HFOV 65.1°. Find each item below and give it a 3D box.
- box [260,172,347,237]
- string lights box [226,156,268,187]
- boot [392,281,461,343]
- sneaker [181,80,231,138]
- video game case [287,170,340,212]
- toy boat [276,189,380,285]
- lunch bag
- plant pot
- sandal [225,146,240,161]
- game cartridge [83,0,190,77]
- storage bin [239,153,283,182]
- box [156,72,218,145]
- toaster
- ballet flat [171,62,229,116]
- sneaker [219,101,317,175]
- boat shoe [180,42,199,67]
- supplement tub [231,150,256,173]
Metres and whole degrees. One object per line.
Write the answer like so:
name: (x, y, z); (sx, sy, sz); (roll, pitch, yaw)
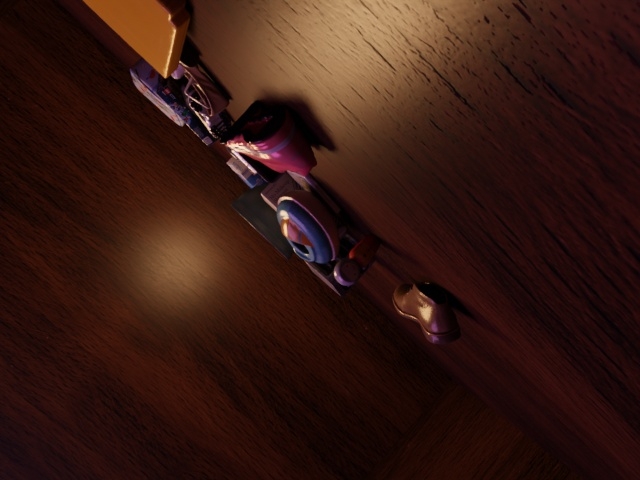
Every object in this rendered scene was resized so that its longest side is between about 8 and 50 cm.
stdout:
box: (-0.050, -0.085, 1.567); (0.275, 0.113, 0.094); (42, 175, 8)
string lights box: (-0.286, -0.265, 2.211); (0.133, 0.077, 0.260); (39, 174, 42)
boot: (0.258, 0.144, 1.259); (0.305, 0.112, 0.115); (-136, 30, -74)
sneaker: (-0.341, -0.394, 1.495); (0.106, 0.078, 0.234); (49, 178, 25)
video game case: (-0.024, -0.143, 1.365); (0.143, 0.019, 0.157); (45, 175, -30)
toy boat: (0.000, 0.000, 1.338); (0.318, 0.148, 0.267); (28, 158, 34)
lunch bag: (-0.580, -0.554, 1.890); (0.243, 0.115, 0.303); (41, 175, -5)
plant pot: (-0.156, -0.098, 1.827); (0.293, 0.196, 0.293); (44, 176, 4)
sandal: (-0.340, -0.360, 1.923); (0.254, 0.054, 0.097); (43, 176, 11)
game cartridge: (-0.377, -0.470, 0.902); (0.323, 0.053, 0.285); (43, 164, -15)
storage bin: (-0.152, -0.221, 1.346); (0.135, 0.098, 0.091); (44, -174, -8)
box: (-0.410, -0.426, 1.565); (0.233, 0.044, 0.159); (47, -159, -43)
toaster: (0.056, 0.059, 1.635); (0.185, 0.168, 0.110); (39, 172, 33)
ballet flat: (-0.311, -0.392, 1.198); (0.232, 0.073, 0.080); (47, 174, -37)
sneaker: (-0.106, -0.189, 1.017); (0.136, 0.116, 0.314); (44, 176, -29)
boat shoe: (-0.331, -0.437, 1.088); (0.153, 0.056, 0.048); (37, 175, -30)
supplement tub: (-0.227, -0.274, 1.607); (0.107, 0.071, 0.071); (45, 176, -15)
